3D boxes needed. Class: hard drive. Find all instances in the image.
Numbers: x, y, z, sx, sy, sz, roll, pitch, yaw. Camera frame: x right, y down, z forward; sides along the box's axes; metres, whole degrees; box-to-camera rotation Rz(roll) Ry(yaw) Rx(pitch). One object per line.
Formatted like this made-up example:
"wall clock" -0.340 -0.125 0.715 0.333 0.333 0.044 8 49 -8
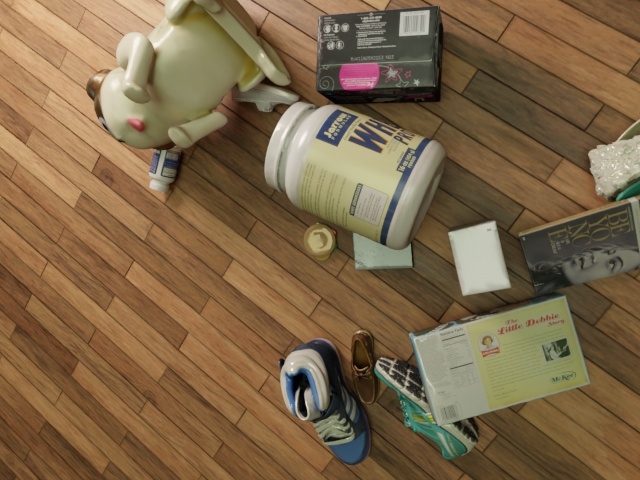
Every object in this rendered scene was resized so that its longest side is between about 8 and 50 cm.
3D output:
"hard drive" 0.144 0.019 1.106 0.135 0.022 0.094 -4 93 18

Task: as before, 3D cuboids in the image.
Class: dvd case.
"dvd case" 0.520 0.016 0.941 0.221 0.018 0.164 -19 120 18

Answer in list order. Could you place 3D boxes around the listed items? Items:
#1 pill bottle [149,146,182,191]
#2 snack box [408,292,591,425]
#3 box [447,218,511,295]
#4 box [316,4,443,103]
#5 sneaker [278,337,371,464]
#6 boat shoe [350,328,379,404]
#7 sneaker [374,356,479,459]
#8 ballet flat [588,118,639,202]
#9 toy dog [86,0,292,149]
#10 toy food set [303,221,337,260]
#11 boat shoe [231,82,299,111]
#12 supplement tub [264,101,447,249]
"pill bottle" -0.407 -0.190 1.248 0.067 0.067 0.120 20 100 16
"snack box" 0.363 0.240 0.984 0.322 0.060 0.187 -16 90 1
"box" 0.320 0.029 0.970 0.091 0.170 0.130 -13 89 19
"box" 0.129 -0.384 1.016 0.247 0.142 0.163 3 94 17
"sneaker" 0.003 0.391 1.070 0.130 0.236 0.322 -19 88 19
"boat shoe" 0.098 0.301 1.124 0.064 0.060 0.178 -6 93 19
"sneaker" 0.220 0.377 1.073 0.275 0.107 0.110 43 115 10
"ballet flat" 0.686 -0.212 0.856 0.409 0.147 0.147 -28 86 19
"toy dog" -0.333 -0.373 1.060 0.408 0.284 0.395 -38 47 15
"toy food set" 0.000 0.000 1.153 0.083 0.020 0.082 40 105 12
"boat shoe" -0.137 -0.342 1.150 0.184 0.066 0.063 16 109 16
"supplement tub" 0.072 -0.142 1.004 0.325 0.235 0.235 24 102 15
